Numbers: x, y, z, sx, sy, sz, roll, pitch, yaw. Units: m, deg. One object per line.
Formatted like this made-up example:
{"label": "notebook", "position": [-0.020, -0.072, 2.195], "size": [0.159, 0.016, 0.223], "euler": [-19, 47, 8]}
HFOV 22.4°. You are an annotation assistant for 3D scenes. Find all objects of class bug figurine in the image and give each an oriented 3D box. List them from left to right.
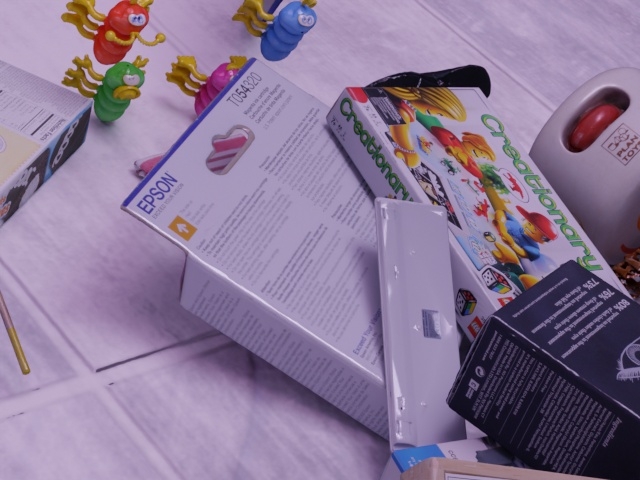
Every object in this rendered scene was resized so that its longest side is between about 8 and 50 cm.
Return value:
{"label": "bug figurine", "position": [-0.138, -0.191, 1.682], "size": [0.279, 0.216, 0.072], "euler": [-5, 65, -29]}

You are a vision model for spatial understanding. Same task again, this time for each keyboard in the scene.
{"label": "keyboard", "position": [0.089, 0.075, 1.444], "size": [0.072, 0.014, 0.256], "euler": [11, 58, -22]}

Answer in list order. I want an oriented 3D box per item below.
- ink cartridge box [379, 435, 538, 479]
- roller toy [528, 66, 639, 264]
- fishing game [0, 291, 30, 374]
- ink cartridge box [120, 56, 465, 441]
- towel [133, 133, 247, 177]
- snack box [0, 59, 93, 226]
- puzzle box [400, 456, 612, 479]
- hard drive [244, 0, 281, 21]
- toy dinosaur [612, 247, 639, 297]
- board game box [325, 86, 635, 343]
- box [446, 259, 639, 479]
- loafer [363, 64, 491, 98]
{"label": "ink cartridge box", "position": [0.158, 0.236, 1.348], "size": [0.191, 0.082, 0.139], "euler": [-6, 42, -28]}
{"label": "roller toy", "position": [0.328, -0.075, 1.741], "size": [0.209, 0.191, 0.146], "euler": [-18, 50, -40]}
{"label": "fishing game", "position": [-0.376, 0.083, 1.321], "size": [0.264, 0.041, 0.189], "euler": [-8, 59, -25]}
{"label": "ink cartridge box", "position": [0.000, 0.000, 1.553], "size": [0.330, 0.071, 0.324], "euler": [33, 37, 1]}
{"label": "towel", "position": [-0.084, -0.040, 1.659], "size": [0.144, 0.029, 0.197], "euler": [-16, 45, -39]}
{"label": "snack box", "position": [-0.374, -0.081, 1.555], "size": [0.187, 0.060, 0.322], "euler": [24, 36, 7]}
{"label": "puzzle box", "position": [0.249, 0.315, 1.171], "size": [0.409, 0.052, 0.272], "euler": [10, 64, -22]}
{"label": "hard drive", "position": [-0.038, -0.366, 1.830], "size": [0.040, 0.210, 0.319], "euler": [15, 1, -6]}
{"label": "toy dinosaur", "position": [0.432, 0.038, 1.689], "size": [0.322, 0.164, 0.218], "euler": [-29, 39, 9]}
{"label": "board game box", "position": [0.156, -0.030, 1.605], "size": [0.193, 0.053, 0.305], "euler": [-5, 52, -41]}
{"label": "box", "position": [0.240, 0.132, 1.362], "size": [0.207, 0.108, 0.153], "euler": [37, 36, 21]}
{"label": "loafer", "position": [0.115, -0.170, 1.903], "size": [0.170, 0.062, 0.061], "euler": [-8, 4, -22]}
